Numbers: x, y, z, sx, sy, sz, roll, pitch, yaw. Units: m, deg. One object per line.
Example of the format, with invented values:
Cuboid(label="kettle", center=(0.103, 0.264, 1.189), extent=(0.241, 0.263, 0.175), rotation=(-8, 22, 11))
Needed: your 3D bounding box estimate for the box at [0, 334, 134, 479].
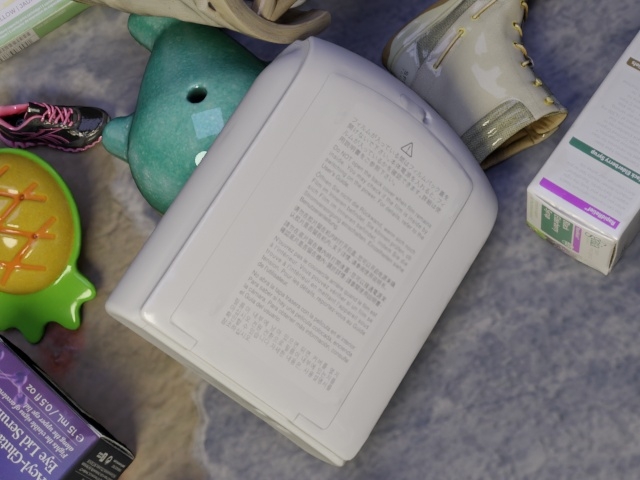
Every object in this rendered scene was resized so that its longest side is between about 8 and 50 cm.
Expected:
Cuboid(label="box", center=(-0.295, 0.210, 1.126), extent=(0.153, 0.108, 0.207), rotation=(38, 79, 19))

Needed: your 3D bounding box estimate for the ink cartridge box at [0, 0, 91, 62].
Cuboid(label="ink cartridge box", center=(-0.344, -0.317, 1.332), extent=(0.171, 0.056, 0.235), rotation=(-33, 85, -4))

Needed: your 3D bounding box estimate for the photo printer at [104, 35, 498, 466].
Cuboid(label="photo printer", center=(0.000, 0.000, 1.098), extent=(0.256, 0.107, 0.307), rotation=(37, 76, -23))

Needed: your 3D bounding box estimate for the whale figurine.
Cuboid(label="whale figurine", center=(-0.112, -0.142, 1.211), extent=(0.216, 0.141, 0.272), rotation=(-19, 64, 2))

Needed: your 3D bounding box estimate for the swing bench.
Cuboid(label="swing bench", center=(-0.095, -0.297, 1.172), extent=(0.253, 0.165, 0.254), rotation=(18, 71, 36))

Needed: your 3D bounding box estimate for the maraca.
Cuboid(label="maraca", center=(-0.282, 0.004, 1.211), extent=(0.127, 0.099, 0.185), rotation=(-19, 92, 12))

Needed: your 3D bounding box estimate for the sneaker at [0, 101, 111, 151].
Cuboid(label="sneaker", center=(-0.270, -0.119, 1.274), extent=(0.119, 0.057, 0.047), rotation=(-3, 67, 7))

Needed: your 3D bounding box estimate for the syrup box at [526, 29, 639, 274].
Cuboid(label="syrup box", center=(0.286, -0.096, 1.156), extent=(0.096, 0.093, 0.237), rotation=(34, 78, 19))

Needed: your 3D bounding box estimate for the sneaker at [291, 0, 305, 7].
Cuboid(label="sneaker", center=(-0.009, -0.320, 1.297), extent=(0.063, 0.075, 0.170), rotation=(24, 75, 17))

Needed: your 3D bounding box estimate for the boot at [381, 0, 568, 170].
Cuboid(label="boot", center=(0.187, -0.180, 1.213), extent=(0.213, 0.077, 0.165), rotation=(-37, 68, 0))
